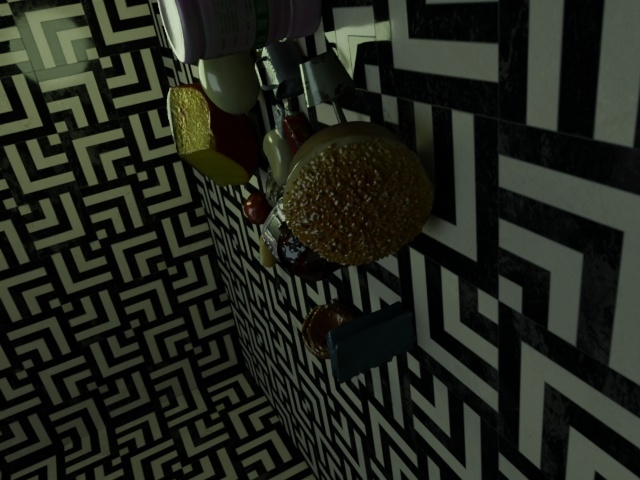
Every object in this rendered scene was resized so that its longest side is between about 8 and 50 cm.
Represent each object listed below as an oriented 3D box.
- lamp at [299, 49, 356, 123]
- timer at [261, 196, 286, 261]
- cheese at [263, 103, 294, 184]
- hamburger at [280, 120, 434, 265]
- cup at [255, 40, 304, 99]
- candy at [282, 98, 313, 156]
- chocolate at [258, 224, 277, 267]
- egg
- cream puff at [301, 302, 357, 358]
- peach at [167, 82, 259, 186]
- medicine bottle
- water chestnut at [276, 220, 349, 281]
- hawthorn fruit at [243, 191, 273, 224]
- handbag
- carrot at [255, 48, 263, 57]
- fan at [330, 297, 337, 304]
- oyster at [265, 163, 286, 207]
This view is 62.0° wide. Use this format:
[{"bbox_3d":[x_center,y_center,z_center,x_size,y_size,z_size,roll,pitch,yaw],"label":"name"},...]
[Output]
[{"bbox_3d":[0.029,-0.300,1.171,0.121,0.121,0.215,25,141,63],"label":"lamp"},{"bbox_3d":[-0.106,-0.037,1.712,0.191,0.069,0.208,-58,44,15],"label":"timer"},{"bbox_3d":[-0.114,-0.285,1.624,0.164,0.070,0.249,64,158,16],"label":"cheese"},{"bbox_3d":[0.071,-0.086,1.029,0.170,0.301,0.302,-105,11,-46],"label":"hamburger"},{"bbox_3d":[-0.103,-0.437,1.369,0.095,0.128,0.130,122,127,-68],"label":"cup"},{"bbox_3d":[-0.053,-0.277,1.488,0.293,0.059,0.086,68,161,7],"label":"candy"},{"bbox_3d":[-0.207,0.010,2.147,0.086,0.085,0.220,54,151,36],"label":"chocolate"},{"bbox_3d":[-0.286,-0.515,1.678,0.242,0.185,0.186,69,160,-5],"label":"egg"},{"bbox_3d":[0.045,0.298,1.667,0.183,0.183,0.169,59,178,28],"label":"cream puff"},{"bbox_3d":[-0.362,-0.387,1.870,0.380,0.242,0.307,41,-136,-53],"label":"peach"},{"bbox_3d":[-0.183,-0.534,1.195,0.212,0.325,0.212,50,152,40],"label":"medicine bottle"},{"bbox_3d":[0.000,0.000,1.448,0.223,0.238,0.224,-162,90,-86],"label":"water chestnut"},{"bbox_3d":[-0.225,-0.123,1.989,0.125,0.125,0.140,70,162,-1],"label":"hawthorn fruit"},{"bbox_3d":[0.125,0.250,1.289,0.057,0.221,0.144,37,141,53],"label":"handbag"},{"bbox_3d":[-0.206,-0.640,1.534,0.074,0.074,0.359,97,150,-51],"label":"carrot"},{"bbox_3d":[0.073,0.319,1.780,0.057,0.023,0.282,-144,38,-71],"label":"fan"},{"bbox_3d":[-0.155,-0.201,1.809,0.133,0.071,0.209,52,151,35],"label":"oyster"}]
